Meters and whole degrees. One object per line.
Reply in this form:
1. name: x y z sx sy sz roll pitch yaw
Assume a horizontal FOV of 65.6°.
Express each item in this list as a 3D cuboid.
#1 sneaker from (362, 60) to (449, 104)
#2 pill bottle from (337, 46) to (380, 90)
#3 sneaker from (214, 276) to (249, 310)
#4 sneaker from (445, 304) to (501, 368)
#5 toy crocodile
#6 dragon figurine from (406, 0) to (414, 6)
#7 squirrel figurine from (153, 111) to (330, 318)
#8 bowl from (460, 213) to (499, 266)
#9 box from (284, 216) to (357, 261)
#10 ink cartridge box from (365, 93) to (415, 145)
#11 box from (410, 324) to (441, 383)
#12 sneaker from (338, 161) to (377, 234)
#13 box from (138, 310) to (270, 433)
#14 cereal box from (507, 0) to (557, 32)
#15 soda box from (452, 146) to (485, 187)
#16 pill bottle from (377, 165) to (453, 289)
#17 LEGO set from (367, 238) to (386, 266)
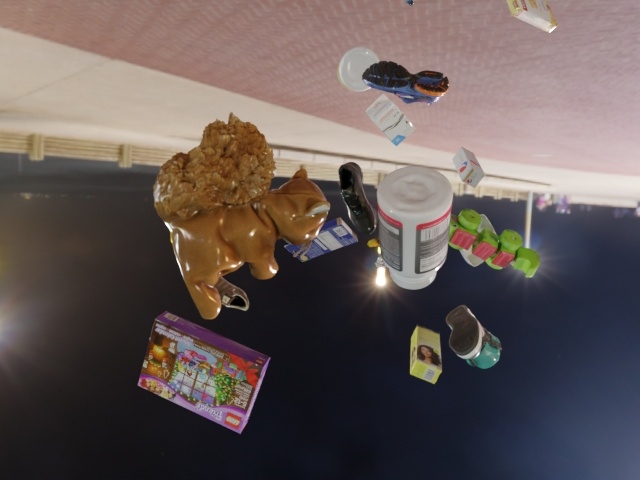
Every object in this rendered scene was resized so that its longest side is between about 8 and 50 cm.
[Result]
1. sneaker: 0.213 -0.394 1.282 0.221 0.083 0.087 16 159 5
2. pill bottle: 0.125 -0.579 1.694 0.136 0.136 0.246 2 -163 -1
3. sneaker: -0.270 0.140 1.358 0.188 0.066 0.071 27 -172 -39
4. sneaker: 0.482 0.331 1.541 0.124 0.178 0.295 -39 -175 17
5. toy crocodile: 0.475 0.007 1.461 0.340 0.115 0.105 26 -136 2
6. dragon figurine: 0.289 -0.860 1.626 0.289 0.085 0.144 10 160 -24
7. squirrel figurine: -0.169 -0.081 1.164 0.370 0.397 0.281 -19 -144 -6
8. bowl: 0.509 -0.001 1.645 0.142 0.142 0.053 -36 -166 -16
9. box: 0.000 0.000 1.729 0.225 0.037 0.136 -22 145 19
10. ink cartridge box: 0.271 -0.468 1.937 0.180 0.104 0.060 40 -166 -28
11. box: 0.341 0.363 1.611 0.087 0.058 0.232 21 -159 3
12. sneaker: 0.125 -0.154 1.852 0.109 0.286 0.130 -22 178 21
13. box: -0.291 0.325 1.230 0.293 0.201 0.057 22 -162 7
14. cereal box: 0.806 -0.915 1.922 0.240 0.173 0.047 3 158 -34
15. soda box: 0.617 -0.309 2.079 0.069 0.074 0.216 24 -149 -14
16. pill bottle: 0.236 -0.017 1.261 0.176 0.319 0.176 -5 -131 5
17. LEGO set: 0.244 0.012 1.925 0.093 0.087 0.227 -8 146 -26
